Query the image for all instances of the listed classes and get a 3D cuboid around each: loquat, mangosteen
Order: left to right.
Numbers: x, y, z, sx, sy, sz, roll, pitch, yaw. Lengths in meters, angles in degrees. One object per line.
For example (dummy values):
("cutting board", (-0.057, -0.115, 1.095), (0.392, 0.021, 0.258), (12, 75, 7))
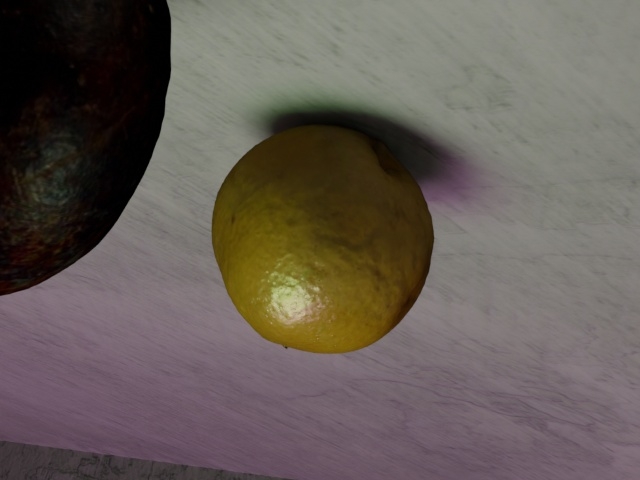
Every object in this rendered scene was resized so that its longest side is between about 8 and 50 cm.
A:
("mangosteen", (-0.256, -0.118, 0.991), (0.330, 0.330, 0.330), (15, 162, 5))
("loquat", (0.000, 0.000, 1.317), (0.208, 0.208, 0.208), (15, 162, 5))
